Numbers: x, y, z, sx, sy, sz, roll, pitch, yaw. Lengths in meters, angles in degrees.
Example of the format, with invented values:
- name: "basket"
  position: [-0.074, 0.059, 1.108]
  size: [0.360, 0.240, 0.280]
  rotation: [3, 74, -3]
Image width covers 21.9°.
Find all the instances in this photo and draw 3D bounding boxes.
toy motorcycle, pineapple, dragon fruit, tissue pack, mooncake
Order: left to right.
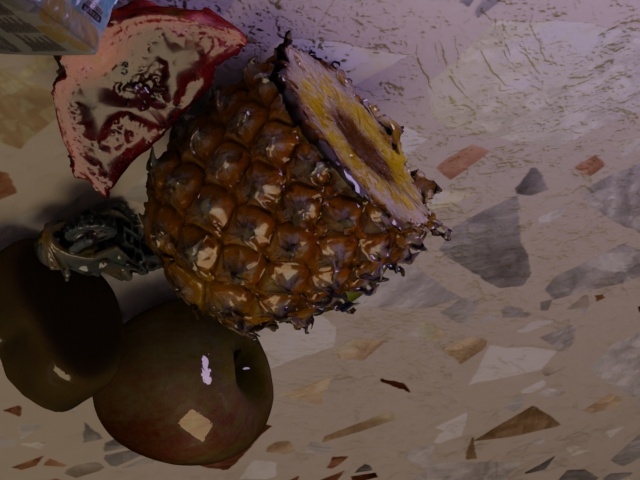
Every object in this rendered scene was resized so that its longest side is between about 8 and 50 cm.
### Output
- name: "tissue pack"
  position: [-0.339, -0.309, 1.756]
  size: [0.159, 0.145, 0.229]
  rotation: [6, 160, 37]
- name: "mooncake"
  position: [-0.374, 0.112, 2.284]
  size: [0.117, 0.235, 0.235]
  rotation: [-33, 142, 23]
- name: "toy motorcycle"
  position: [-0.305, 0.009, 2.270]
  size: [0.129, 0.094, 0.229]
  rotation: [-17, 160, 15]
- name: "dragon fruit"
  position: [-0.238, -0.215, 1.934]
  size: [0.262, 0.134, 0.211]
  rotation: [-42, 127, 14]
- name: "pineapple"
  position: [-0.042, -0.045, 2.027]
  size: [0.352, 0.352, 0.300]
  rotation: [22, 125, -41]

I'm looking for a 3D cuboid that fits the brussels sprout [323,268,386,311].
- name: "brussels sprout"
  position: [0.000, 0.000, 2.285]
  size: [0.223, 0.161, 0.223]
  rotation: [-9, 140, -8]

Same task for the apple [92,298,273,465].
- name: "apple"
  position: [-0.206, 0.215, 2.453]
  size: [0.234, 0.257, 0.257]
  rotation: [-21, 146, 20]
